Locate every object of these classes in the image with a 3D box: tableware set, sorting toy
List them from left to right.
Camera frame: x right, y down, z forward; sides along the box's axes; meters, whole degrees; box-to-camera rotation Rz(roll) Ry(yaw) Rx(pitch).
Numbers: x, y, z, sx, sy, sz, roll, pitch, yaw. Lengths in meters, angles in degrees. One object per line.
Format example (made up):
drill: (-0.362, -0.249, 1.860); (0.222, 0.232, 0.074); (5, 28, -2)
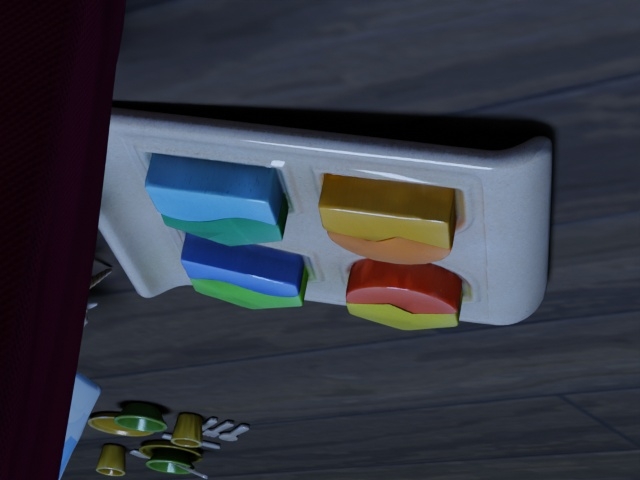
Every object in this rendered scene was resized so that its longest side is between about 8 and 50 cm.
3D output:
tableware set: (-0.122, 0.149, 1.181); (0.104, 0.024, 0.154); (15, 157, -21)
sorting toy: (0.000, 0.000, 0.753); (0.208, 0.038, 0.193); (3, 158, 8)

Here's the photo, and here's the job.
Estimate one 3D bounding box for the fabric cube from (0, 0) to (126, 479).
fabric cube: (-0.196, -0.015, 0.472); (0.259, 0.258, 0.254); (9, 159, -6)

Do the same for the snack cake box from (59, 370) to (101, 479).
snack cake box: (-0.245, 0.046, 0.804); (0.152, 0.089, 0.264); (18, 166, 31)

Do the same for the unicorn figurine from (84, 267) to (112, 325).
unicorn figurine: (-0.147, 0.009, 0.777); (0.111, 0.060, 0.162); (36, 171, -14)
